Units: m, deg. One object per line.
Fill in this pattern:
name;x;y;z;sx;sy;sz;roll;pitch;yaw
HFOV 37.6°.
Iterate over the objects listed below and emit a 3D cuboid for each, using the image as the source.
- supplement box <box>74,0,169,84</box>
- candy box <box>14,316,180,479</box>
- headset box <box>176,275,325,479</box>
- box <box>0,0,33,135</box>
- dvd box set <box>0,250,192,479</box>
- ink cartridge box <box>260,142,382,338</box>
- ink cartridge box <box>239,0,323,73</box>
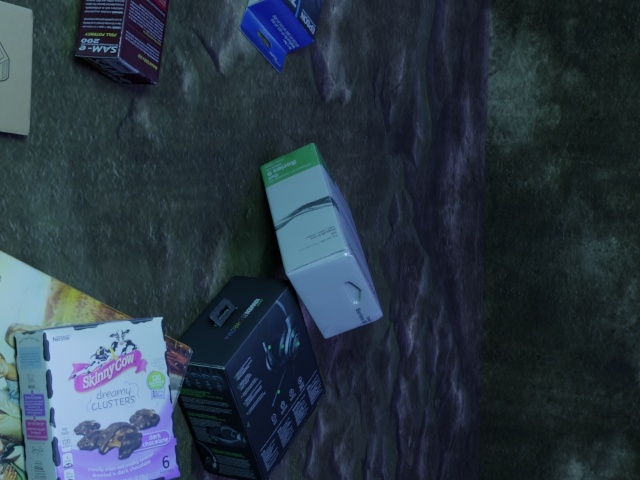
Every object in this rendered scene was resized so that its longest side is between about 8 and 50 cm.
supplement box;-0.272;-0.356;1.338;0.130;0.073;0.239;29;66;-74
candy box;-0.258;0.193;1.092;0.165;0.070;0.196;-3;85;-46
headset box;-0.127;0.230;1.634;0.246;0.131;0.283;-53;137;-45
box;-0.431;-0.220;1.138;0.201;0.021;0.164;1;92;-61
dvd box set;-0.361;0.185;1.084;0.420;0.062;0.307;35;59;-36
ink cartridge box;0.000;0.000;1.716;0.289;0.122;0.211;-106;171;-45
ink cartridge box;-0.051;-0.497;1.766;0.165;0.065;0.332;39;60;-57
